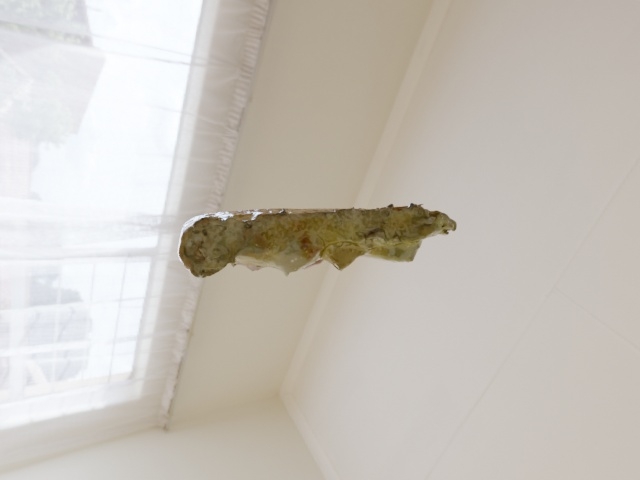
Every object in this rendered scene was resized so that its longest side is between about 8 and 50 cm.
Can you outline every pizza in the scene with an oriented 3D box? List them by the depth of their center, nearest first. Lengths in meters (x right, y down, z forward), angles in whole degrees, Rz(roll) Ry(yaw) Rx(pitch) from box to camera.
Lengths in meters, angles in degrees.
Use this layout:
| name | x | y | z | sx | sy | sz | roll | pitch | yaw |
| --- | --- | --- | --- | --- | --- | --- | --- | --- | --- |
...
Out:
| name | x | y | z | sx | sy | sz | roll | pitch | yaw |
| --- | --- | --- | --- | --- | --- | --- | --- | --- | --- |
| pizza | 0.000 | 0.000 | 0.500 | 0.280 | 0.288 | 0.075 | -31 | 119 | -80 |
